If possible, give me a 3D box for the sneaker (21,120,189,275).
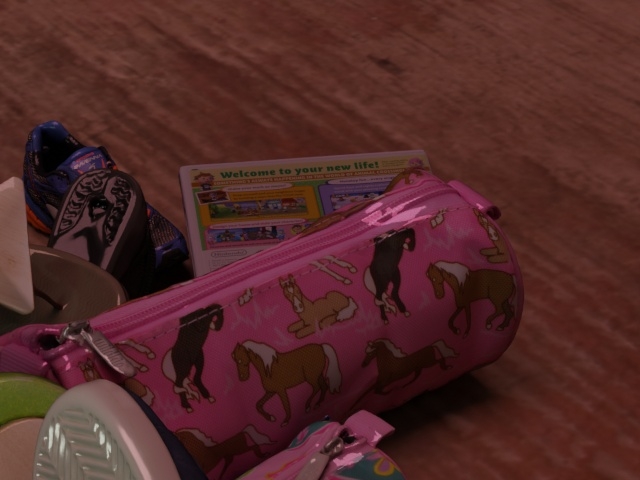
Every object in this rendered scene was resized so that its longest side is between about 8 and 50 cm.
[{"bbox_3d":[-0.190,-0.031,1.651,0.083,0.087,0.221,-28,40,-31],"label":"sneaker"}]

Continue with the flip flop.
[{"bbox_3d":[-0.269,0.019,1.431,0.277,0.080,0.112,26,73,13],"label":"flip flop"}]

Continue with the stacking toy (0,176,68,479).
[{"bbox_3d":[-0.259,0.103,1.133,0.279,0.309,0.130,-16,1,-17],"label":"stacking toy"}]

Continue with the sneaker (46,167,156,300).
[{"bbox_3d":[-0.187,0.070,1.513,0.087,0.130,0.227,14,64,17],"label":"sneaker"}]

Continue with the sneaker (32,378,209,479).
[{"bbox_3d":[-0.031,0.225,1.111,0.148,0.131,0.350,-18,74,-45],"label":"sneaker"}]

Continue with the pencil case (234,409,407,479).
[{"bbox_3d":[-0.064,0.213,1.233,0.284,0.124,0.124,-29,41,-32],"label":"pencil case"}]

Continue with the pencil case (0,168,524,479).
[{"bbox_3d":[-0.042,0.077,1.381,0.386,0.160,0.167,-22,-5,-29],"label":"pencil case"}]

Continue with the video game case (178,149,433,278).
[{"bbox_3d":[0.000,0.000,1.602,0.212,0.023,0.193,-4,42,-8],"label":"video game case"}]
